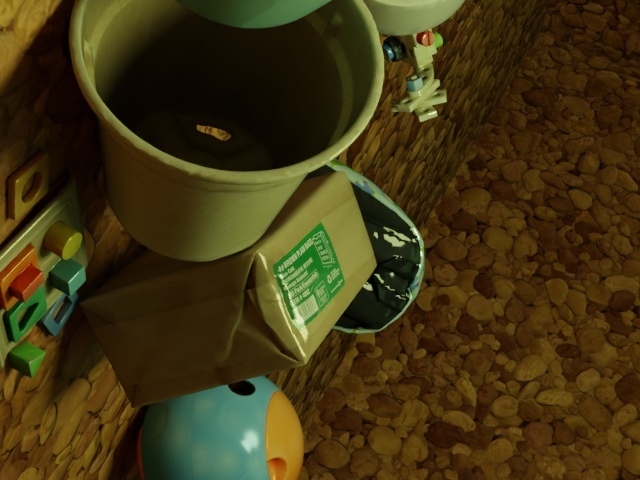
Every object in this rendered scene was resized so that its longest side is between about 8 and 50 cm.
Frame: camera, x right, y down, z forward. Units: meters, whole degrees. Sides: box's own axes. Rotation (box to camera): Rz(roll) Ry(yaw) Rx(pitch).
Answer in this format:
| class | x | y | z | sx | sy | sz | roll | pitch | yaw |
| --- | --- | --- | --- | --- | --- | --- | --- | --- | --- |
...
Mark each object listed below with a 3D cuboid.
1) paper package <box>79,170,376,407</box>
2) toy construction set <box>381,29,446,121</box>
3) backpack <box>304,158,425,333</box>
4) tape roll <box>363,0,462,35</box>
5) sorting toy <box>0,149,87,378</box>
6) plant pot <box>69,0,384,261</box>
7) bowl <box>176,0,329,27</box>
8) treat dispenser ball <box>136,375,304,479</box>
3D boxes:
| class | x | y | z | sx | sy | sz | roll | pitch | yaw |
| --- | --- | --- | --- | --- | --- | --- | --- | --- | --- |
| paper package | -0.115 | 0.060 | 1.748 | 0.168 | 0.309 | 0.325 | 66 | 28 | -13 |
| toy construction set | 0.175 | -0.384 | 2.277 | 0.151 | 0.215 | 0.327 | -16 | 118 | -26 |
| backpack | 0.000 | 0.000 | 2.034 | 0.290 | 0.355 | 0.273 | -65 | 168 | -1 |
| tape roll | 0.119 | -0.439 | 1.860 | 0.246 | 0.246 | 0.169 | -63 | 177 | -5 |
| sorting toy | -0.328 | 0.041 | 1.501 | 0.196 | 0.047 | 0.347 | -56 | 165 | -32 |
| plant pot | -0.127 | -0.136 | 1.452 | 0.334 | 0.334 | 0.305 | -56 | 176 | -31 |
| bowl | -0.070 | -0.341 | 1.296 | 0.311 | 0.311 | 0.163 | -58 | 179 | -26 |
| treat dispenser ball | -0.172 | 0.357 | 2.181 | 0.288 | 0.288 | 0.288 | -58 | 166 | -24 |
